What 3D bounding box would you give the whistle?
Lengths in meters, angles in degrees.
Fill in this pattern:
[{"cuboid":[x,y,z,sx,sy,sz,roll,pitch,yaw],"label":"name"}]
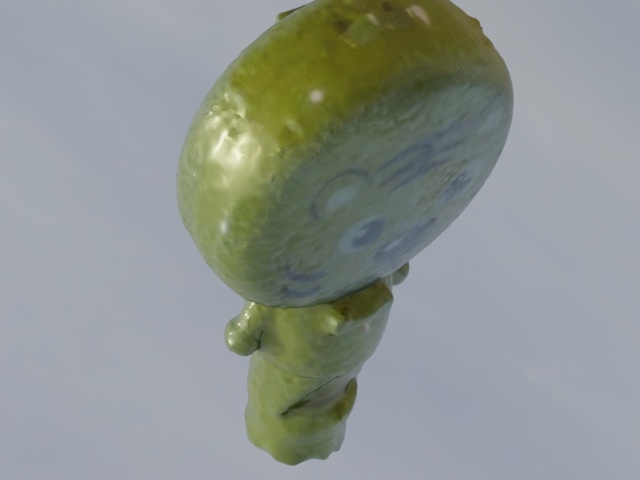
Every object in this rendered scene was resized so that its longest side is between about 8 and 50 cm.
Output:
[{"cuboid":[0.000,0.000,0.575,0.104,0.198,0.057,-25,-119,-25],"label":"whistle"}]
